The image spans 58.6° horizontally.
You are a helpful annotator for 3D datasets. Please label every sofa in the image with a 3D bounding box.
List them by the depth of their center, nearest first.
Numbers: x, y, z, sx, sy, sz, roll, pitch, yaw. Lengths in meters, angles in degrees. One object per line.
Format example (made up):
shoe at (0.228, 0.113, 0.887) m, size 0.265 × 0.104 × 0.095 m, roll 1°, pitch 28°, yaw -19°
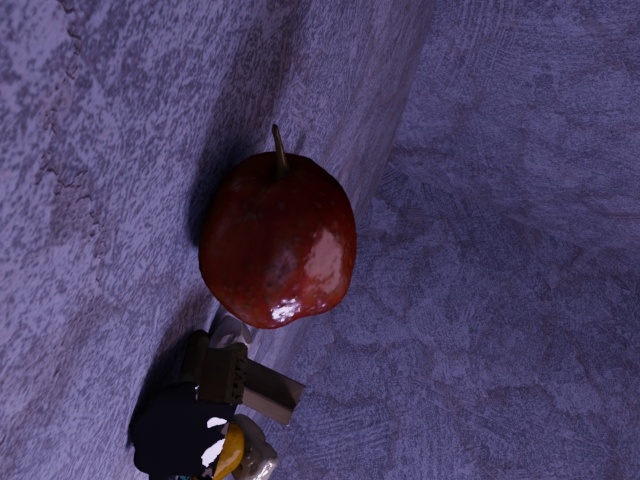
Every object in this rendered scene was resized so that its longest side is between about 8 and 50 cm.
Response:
sofa at (-0.262, 0.324, 1.130) m, size 0.200 × 0.182 × 0.258 m, roll -93°, pitch -158°, yaw -66°

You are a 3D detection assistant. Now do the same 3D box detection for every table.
table at (-0.172, 0.453, 1.723) m, size 0.167 × 0.227 × 0.167 m, roll 23°, pitch 90°, yaw -82°

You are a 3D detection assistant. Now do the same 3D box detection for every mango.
mango at (-0.319, 0.682, 1.787) m, size 0.227 × 0.109 × 0.147 m, roll -55°, pitch 135°, yaw -40°

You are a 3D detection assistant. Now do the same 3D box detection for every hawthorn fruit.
hawthorn fruit at (-0.070, -0.031, 0.939) m, size 0.287 × 0.287 × 0.330 m, roll -54°, pitch 151°, yaw -57°

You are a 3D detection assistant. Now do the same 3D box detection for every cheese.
cheese at (-0.254, 0.704, 1.909) m, size 0.159 × 0.263 × 0.093 m, roll -49°, pitch 135°, yaw -1°

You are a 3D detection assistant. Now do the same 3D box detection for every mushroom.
mushroom at (-0.217, 0.262, 1.324) m, size 0.088 × 0.097 × 0.212 m, roll -74°, pitch -176°, yaw -62°

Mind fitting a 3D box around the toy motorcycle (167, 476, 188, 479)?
toy motorcycle at (-0.359, 0.583, 1.488) m, size 0.173 × 0.058 × 0.100 m, roll -42°, pitch 148°, yaw -75°
